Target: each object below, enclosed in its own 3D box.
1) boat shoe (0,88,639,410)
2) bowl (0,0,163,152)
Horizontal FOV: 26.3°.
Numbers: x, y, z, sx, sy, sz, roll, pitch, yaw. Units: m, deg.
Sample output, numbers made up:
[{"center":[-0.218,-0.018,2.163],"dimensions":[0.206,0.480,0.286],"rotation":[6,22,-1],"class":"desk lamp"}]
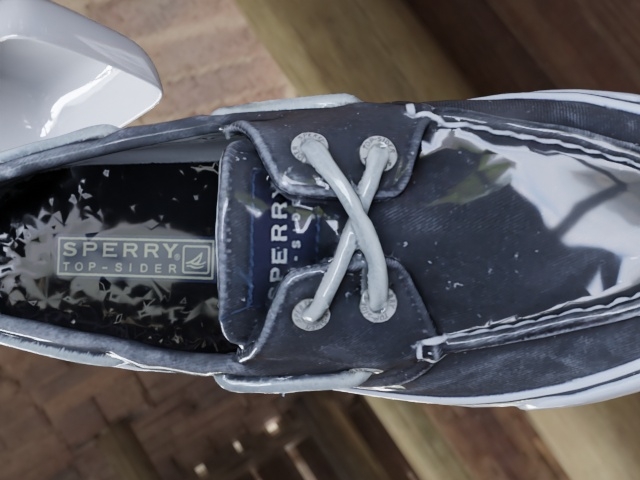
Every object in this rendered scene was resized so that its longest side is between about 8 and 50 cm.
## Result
[{"center":[0.000,0.000,0.449],"dimensions":[0.301,0.108,0.102],"rotation":[1,177,22],"class":"boat shoe"},{"center":[-0.192,-0.110,0.902],"dimensions":[0.142,0.053,0.142],"rotation":[-25,152,34],"class":"bowl"}]
